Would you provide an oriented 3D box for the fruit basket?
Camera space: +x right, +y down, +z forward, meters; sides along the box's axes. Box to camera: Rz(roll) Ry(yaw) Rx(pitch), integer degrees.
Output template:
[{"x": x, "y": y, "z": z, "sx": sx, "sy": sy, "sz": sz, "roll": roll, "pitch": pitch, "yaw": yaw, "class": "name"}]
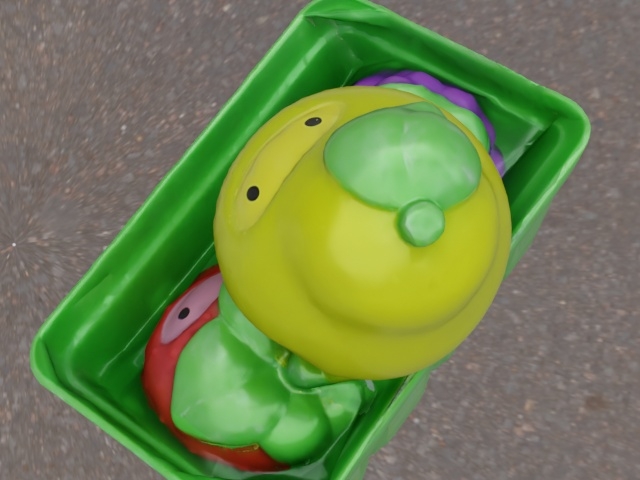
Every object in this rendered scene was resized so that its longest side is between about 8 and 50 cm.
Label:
[{"x": 0.000, "y": 0.000, "z": 0.762, "sx": 0.283, "sy": 0.392, "sz": 0.392, "roll": 31, "pitch": 80, "yaw": 25, "class": "fruit basket"}]
